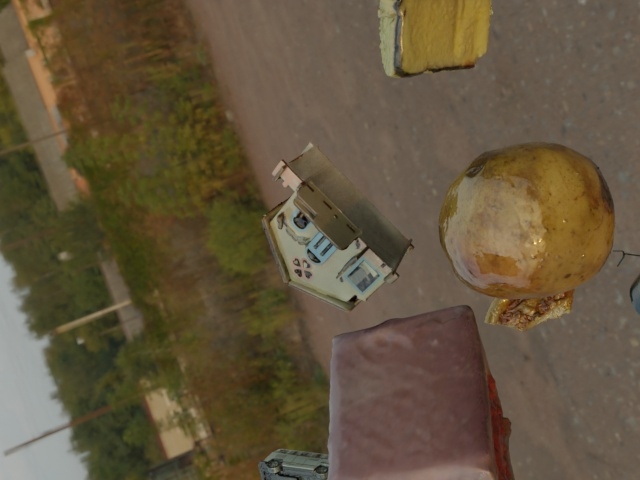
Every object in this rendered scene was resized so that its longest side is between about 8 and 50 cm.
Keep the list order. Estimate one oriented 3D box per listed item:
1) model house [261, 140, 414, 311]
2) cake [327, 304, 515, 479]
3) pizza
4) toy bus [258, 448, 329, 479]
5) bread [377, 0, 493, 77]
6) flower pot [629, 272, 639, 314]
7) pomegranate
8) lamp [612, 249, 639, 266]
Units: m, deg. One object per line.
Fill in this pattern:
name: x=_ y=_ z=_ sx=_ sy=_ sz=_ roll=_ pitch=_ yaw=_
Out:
model house: x=0.000 y=0.000 z=1.845 sx=0.326 sy=0.169 sz=0.244 roll=46 pitch=139 yaw=2
cake: x=0.141 y=0.279 z=1.237 sx=0.309 sy=0.230 sz=0.237 roll=-84 pitch=-26 yaw=-50
pizza: x=0.516 y=0.136 z=2.141 sx=0.056 sy=0.271 sz=0.134 roll=43 pitch=-154 yaw=-73
toy bus: x=-0.024 y=0.475 z=1.806 sx=0.089 sy=0.193 sz=0.087 roll=-38 pitch=-58 yaw=-55
bread: x=0.172 y=-0.384 z=1.347 sx=0.236 sy=0.198 sz=0.264 roll=-60 pitch=-30 yaw=-70
flower pot: x=0.700 y=0.100 z=1.798 sx=0.157 sy=0.157 sz=0.107 roll=64 pitch=151 yaw=23
pomegranate: x=0.334 y=-0.031 z=1.449 sx=0.281 sy=0.281 sz=0.281 roll=159 pitch=90 yaw=-79
lamp: x=0.727 y=0.039 z=2.014 sx=0.054 sy=0.121 sz=0.041 roll=127 pitch=145 yaw=-73
